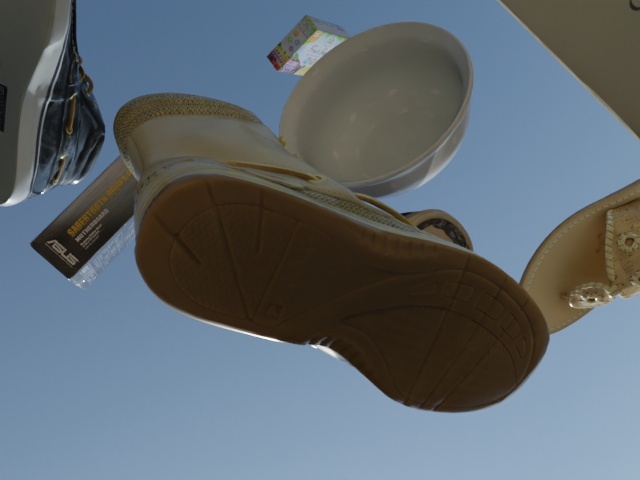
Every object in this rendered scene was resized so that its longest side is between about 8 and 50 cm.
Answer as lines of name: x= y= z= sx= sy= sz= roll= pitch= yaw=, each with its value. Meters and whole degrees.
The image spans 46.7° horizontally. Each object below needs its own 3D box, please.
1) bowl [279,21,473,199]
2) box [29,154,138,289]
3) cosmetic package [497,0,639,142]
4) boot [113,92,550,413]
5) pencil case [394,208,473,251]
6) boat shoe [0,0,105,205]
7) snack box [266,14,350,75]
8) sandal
bowl: x=0.097 y=-0.166 z=1.090 sx=0.134 sy=0.298 sz=0.298 roll=50 pitch=-120 yaw=-47
box: x=-0.235 y=-0.031 z=0.851 sx=0.056 sy=0.231 sz=0.183 roll=42 pitch=-104 yaw=-7
cosmetic package: x=0.209 y=-0.151 z=0.402 sx=0.113 sy=0.309 sz=0.160 roll=3 pitch=-47 yaw=-34
boot: x=0.000 y=0.000 z=0.458 sx=0.262 sy=0.203 sz=0.095 roll=21 pitch=-75 yaw=-28
pencil case: x=0.039 y=0.050 z=1.110 sx=0.183 sy=0.410 sz=0.160 roll=2 pitch=-95 yaw=-40
boat shoe: x=-0.188 y=-0.114 z=0.512 sx=0.083 sy=0.065 sz=0.183 roll=-31 pitch=-33 yaw=-59
snack box: x=-0.016 y=-0.330 z=1.271 sx=0.037 sy=0.100 sz=0.141 roll=53 pitch=-154 yaw=11
sandal: x=0.273 y=0.001 z=0.622 sx=0.240 sy=0.079 sz=0.088 roll=-39 pitch=-68 yaw=-7
